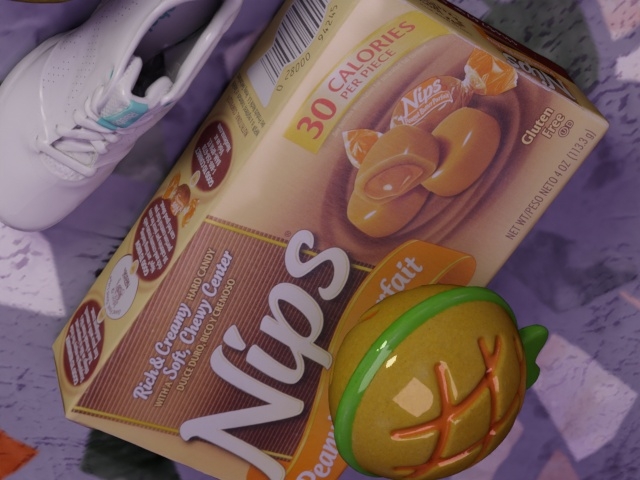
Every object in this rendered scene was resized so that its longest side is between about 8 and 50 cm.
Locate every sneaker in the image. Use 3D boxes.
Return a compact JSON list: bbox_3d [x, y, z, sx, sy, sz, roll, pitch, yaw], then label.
[{"bbox_3d":[-0.116,-0.079,0.868,0.080,0.094,0.212,30,109,-29],"label":"sneaker"}]

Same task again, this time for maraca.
[{"bbox_3d":[0.072,0.085,0.913,0.127,0.099,0.185,-55,147,11],"label":"maraca"}]

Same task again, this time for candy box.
[{"bbox_3d":[0.000,0.000,0.947,0.183,0.087,0.316,27,110,-27],"label":"candy box"}]

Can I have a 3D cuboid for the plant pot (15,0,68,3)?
[{"bbox_3d":[-0.147,-0.173,0.798,0.134,0.134,0.095,-34,146,7],"label":"plant pot"}]
